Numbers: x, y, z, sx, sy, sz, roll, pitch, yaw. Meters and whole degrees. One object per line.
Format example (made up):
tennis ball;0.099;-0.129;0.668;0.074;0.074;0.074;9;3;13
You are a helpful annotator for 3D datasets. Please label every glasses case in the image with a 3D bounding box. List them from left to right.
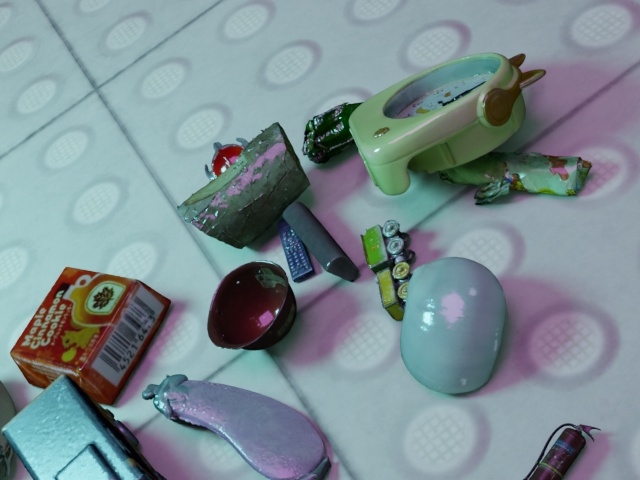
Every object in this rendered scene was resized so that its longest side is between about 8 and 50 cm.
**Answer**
glasses case;0.001;0.001;1.896;0.042;0.072;0.190;-48;44;9

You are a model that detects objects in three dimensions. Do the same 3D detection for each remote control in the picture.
remote control;-0.047;0.012;1.947;0.044;0.027;0.152;-23;47;5

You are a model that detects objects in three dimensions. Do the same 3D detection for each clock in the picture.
clock;0.230;-0.225;1.878;0.349;0.117;0.286;-25;22;5

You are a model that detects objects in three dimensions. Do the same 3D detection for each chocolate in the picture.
chocolate;-0.438;0.170;1.974;0.235;0.108;0.237;8;59;36

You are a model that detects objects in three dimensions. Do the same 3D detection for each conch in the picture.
conch;0.199;0.127;1.647;0.185;0.121;0.221;-27;50;34

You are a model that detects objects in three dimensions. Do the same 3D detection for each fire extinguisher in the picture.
fire extinguisher;0.335;0.305;1.476;0.056;0.039;0.132;29;70;32

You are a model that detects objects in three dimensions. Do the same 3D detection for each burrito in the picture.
burrito;0.324;-0.108;1.825;0.288;0.054;0.104;8;60;32

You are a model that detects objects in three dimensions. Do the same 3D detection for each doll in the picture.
doll;-0.170;-0.144;2.125;0.104;0.062;0.194;-56;49;19

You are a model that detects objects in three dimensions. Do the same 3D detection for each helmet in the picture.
helmet;-0.106;0.134;1.817;0.155;0.106;0.175;6;58;35

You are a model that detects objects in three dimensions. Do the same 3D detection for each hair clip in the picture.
hair clip;-0.130;0.301;1.719;0.359;0.110;0.095;14;101;32

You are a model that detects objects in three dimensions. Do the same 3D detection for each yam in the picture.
yam;-0.134;-0.090;1.987;0.254;0.154;0.154;-40;44;2

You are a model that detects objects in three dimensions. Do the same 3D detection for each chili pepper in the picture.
chili pepper;0.060;-0.218;2.061;0.216;0.062;0.108;-27;51;5

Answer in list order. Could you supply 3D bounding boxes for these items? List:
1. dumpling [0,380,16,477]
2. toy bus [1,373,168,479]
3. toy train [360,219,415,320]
dumpling;-0.666;0.334;1.921;0.205;0.163;0.292;-19;59;-1
toy bus;-0.358;0.378;1.689;0.162;0.194;0.323;-42;45;-11
toy train;0.123;0.049;1.798;0.081;0.060;0.202;-27;45;17
